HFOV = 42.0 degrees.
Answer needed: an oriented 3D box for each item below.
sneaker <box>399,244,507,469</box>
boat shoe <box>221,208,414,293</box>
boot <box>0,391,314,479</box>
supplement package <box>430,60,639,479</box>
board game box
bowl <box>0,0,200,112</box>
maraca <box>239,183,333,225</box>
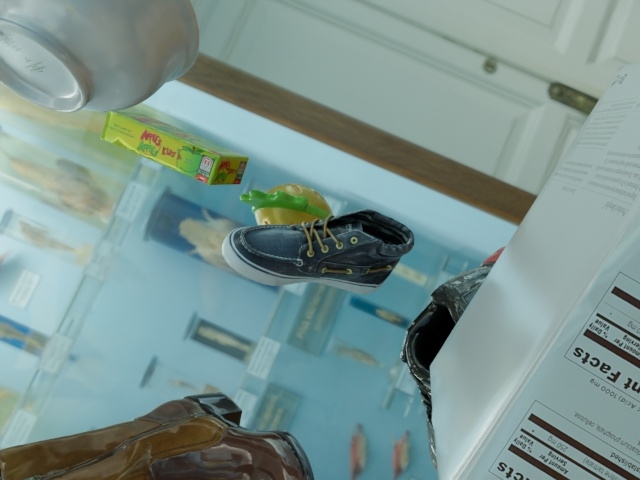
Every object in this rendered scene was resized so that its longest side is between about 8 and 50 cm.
[{"bbox_3d":[0.132,0.135,0.803,0.135,0.097,0.276,-14,-51,-31],"label":"sneaker"},{"bbox_3d":[0.000,0.000,0.817,0.083,0.183,0.065,-52,40,41],"label":"boat shoe"},{"bbox_3d":[-0.175,0.251,0.882,0.280,0.264,0.096,-8,-64,-37],"label":"boot"},{"bbox_3d":[0.166,0.038,0.379,0.203,0.149,0.194,-60,-2,10],"label":"supplement package"},{"bbox_3d":[-0.201,-0.128,1.157,0.092,0.181,0.043,-13,-55,-69],"label":"board game box"},{"bbox_3d":[-0.297,-0.240,0.948,0.298,0.298,0.134,111,-177,-64],"label":"bowl"},{"bbox_3d":[-0.046,-0.041,1.254,0.186,0.127,0.099,41,-127,-64],"label":"maraca"}]
